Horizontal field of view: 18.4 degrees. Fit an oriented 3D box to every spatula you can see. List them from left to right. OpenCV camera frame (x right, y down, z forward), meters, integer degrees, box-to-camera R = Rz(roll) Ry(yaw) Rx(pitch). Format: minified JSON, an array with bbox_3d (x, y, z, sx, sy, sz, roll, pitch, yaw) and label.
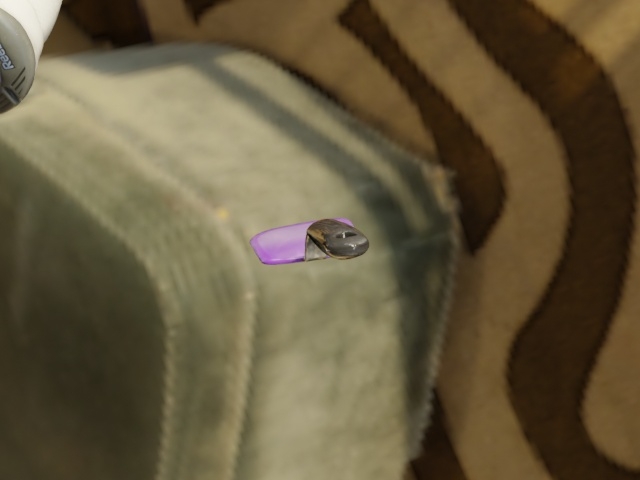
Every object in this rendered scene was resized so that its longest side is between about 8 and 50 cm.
[{"bbox_3d":[0.000,0.000,1.434,0.296,0.084,0.030,177,84,-83],"label":"spatula"}]

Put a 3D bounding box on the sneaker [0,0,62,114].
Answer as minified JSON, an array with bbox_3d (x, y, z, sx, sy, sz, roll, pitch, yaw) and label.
[{"bbox_3d":[-0.254,-0.136,1.296,0.297,0.129,0.111,-7,133,46],"label":"sneaker"}]
